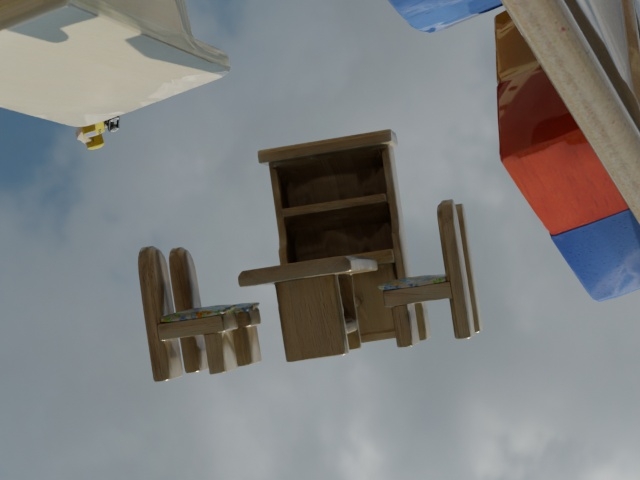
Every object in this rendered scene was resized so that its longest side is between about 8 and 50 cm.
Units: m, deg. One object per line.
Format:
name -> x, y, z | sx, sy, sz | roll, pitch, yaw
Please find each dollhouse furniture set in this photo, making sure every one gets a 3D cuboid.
dollhouse furniture set -> 0.000, 0.000, 1.052 | 0.212, 0.242, 0.161 | -9, -92, 9

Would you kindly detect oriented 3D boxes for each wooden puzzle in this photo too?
wooden puzzle -> 0.090, -0.140, 0.610 | 0.080, 0.348, 0.322 | -17, -139, 21

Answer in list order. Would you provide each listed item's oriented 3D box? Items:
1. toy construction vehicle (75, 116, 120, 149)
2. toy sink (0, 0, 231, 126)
toy construction vehicle -> -0.201, -0.128, 1.240 | 0.035, 0.098, 0.086 | -19, -101, -14
toy sink -> -0.191, -0.182, 1.070 | 0.152, 0.234, 0.131 | -17, -102, 23
